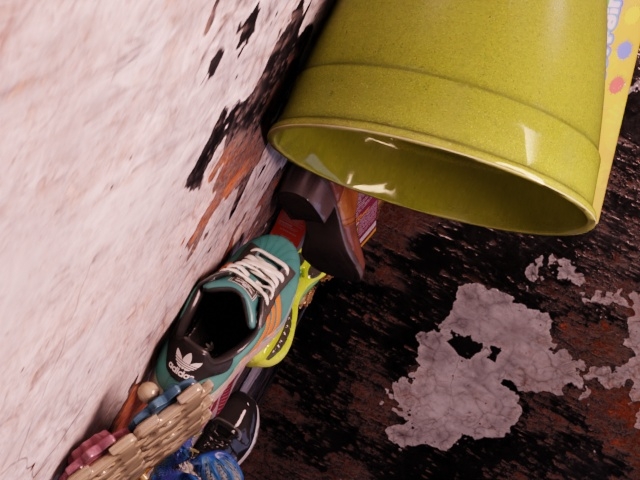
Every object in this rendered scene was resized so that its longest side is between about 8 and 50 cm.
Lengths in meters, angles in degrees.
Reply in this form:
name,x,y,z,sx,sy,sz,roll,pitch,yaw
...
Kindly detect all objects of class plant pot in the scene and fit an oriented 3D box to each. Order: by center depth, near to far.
name,x,y,z,sx,sy,sz,roll,pitch,yaw
plant pot,0.166,-0.227,1.283,0.366,0.366,0.353,89,17,-82

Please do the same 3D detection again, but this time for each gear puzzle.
name,x,y,z,sx,sy,sz,roll,pitch,yaw
gear puzzle,-0.197,0.220,1.248,0.175,0.044,0.339,-37,169,-16

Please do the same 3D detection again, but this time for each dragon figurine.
name,x,y,z,sx,sy,sz,roll,pitch,yaw
dragon figurine,-0.164,0.340,1.592,0.144,0.289,0.085,-16,-153,38

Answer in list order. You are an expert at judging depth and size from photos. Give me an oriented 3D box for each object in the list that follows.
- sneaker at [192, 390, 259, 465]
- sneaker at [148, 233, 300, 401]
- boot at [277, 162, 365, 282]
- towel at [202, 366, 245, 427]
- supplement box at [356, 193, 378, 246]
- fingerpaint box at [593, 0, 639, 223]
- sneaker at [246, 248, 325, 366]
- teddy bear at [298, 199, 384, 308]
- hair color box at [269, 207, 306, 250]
name,x,y,z,sx,sy,sz,roll,pitch,yaw
sneaker,-0.216,0.443,2.366,0.283,0.107,0.124,-62,170,-1
sneaker,-0.093,0.076,1.379,0.302,0.108,0.121,-57,177,-46
boot,0.049,-0.106,1.714,0.264,0.096,0.280,56,52,-43
towel,-0.159,0.235,2.153,0.237,0.037,0.329,-62,176,-2
supplement box,0.044,-0.066,2.027,0.104,0.080,0.188,-48,155,-34
fingerpaint box,0.331,-0.296,1.850,0.371,0.163,0.445,-129,-141,-56
sneaker,-0.072,0.082,1.944,0.123,0.109,0.296,-27,-150,56
teddy bear,0.000,0.000,2.246,0.338,0.113,0.245,-52,168,-31
hair color box,-0.021,-0.063,1.792,0.167,0.053,0.093,-65,175,19
